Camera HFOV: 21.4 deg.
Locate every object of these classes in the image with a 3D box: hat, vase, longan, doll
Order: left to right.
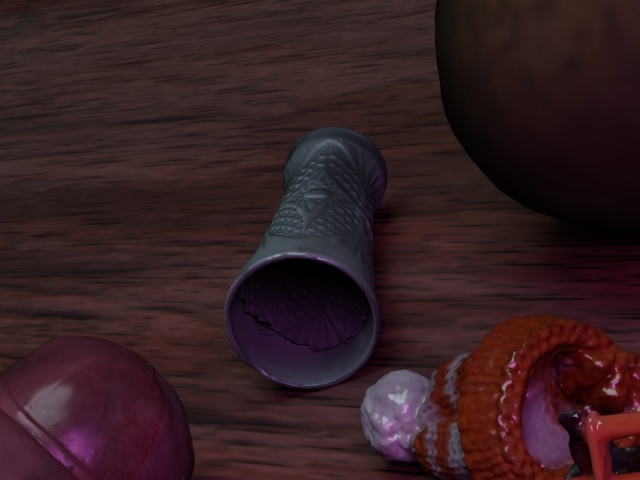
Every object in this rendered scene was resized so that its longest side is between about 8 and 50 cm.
[{"bbox_3d":[-0.187,0.155,0.927,0.256,0.152,0.196,-28,26,-3],"label":"doll"},{"bbox_3d":[0.000,0.000,1.123,0.096,0.096,0.219,-19,24,16],"label":"vase"},{"bbox_3d":[0.084,0.094,0.894,0.112,0.094,0.162,-32,6,-35],"label":"hat"},{"bbox_3d":[0.211,-0.150,1.005,0.288,0.288,0.350,-11,24,29],"label":"longan"}]

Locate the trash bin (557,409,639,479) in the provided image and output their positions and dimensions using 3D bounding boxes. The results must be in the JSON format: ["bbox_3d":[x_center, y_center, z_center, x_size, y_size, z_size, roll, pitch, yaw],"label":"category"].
[{"bbox_3d":[0.143,0.180,0.553,0.161,0.184,0.239,-11,35,30],"label":"trash bin"}]
